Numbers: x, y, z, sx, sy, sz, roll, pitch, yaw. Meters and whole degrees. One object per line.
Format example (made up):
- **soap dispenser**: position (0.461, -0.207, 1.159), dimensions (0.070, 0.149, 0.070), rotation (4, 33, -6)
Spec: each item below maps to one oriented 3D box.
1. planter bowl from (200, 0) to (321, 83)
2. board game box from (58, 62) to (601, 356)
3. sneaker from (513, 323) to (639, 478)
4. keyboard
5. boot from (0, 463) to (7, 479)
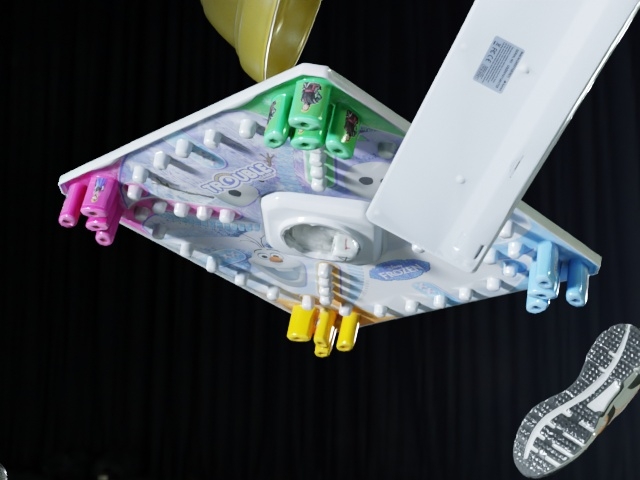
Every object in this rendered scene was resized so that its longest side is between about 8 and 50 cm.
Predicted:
- **planter bowl**: position (-0.054, -0.250, 1.148), dimensions (0.090, 0.217, 0.217), rotation (20, -7, 5)
- **board game box**: position (0.000, 0.000, 1.197), dimensions (0.390, 0.050, 0.390), rotation (30, -31, -34)
- **sneaker**: position (0.159, 0.101, 0.733), dimensions (0.040, 0.109, 0.044), rotation (42, -4, 36)
- **keyboard**: position (0.101, -0.086, 0.636), dimensions (0.072, 0.256, 0.014), rotation (32, 38, 7)
- **boot**: position (-0.417, 0.329, 1.282), dimensions (0.246, 0.083, 0.161), rotation (-27, 27, -23)
